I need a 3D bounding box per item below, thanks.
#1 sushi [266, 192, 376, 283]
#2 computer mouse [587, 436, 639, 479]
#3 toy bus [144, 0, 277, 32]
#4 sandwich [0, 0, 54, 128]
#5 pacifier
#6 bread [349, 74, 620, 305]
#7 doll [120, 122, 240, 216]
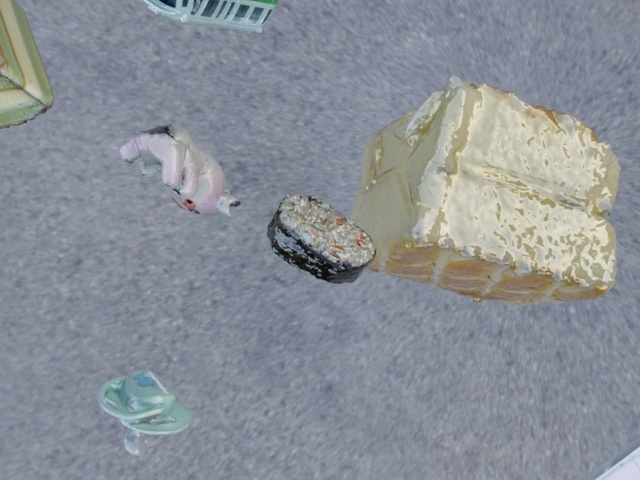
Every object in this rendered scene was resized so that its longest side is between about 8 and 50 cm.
[{"bbox_3d":[0.000,0.000,1.215,0.150,0.090,0.078,33,135,-2],"label":"sushi"},{"bbox_3d":[0.500,0.375,1.370,0.102,0.044,0.199,55,131,25],"label":"computer mouse"},{"bbox_3d":[-0.185,-0.446,1.477,0.133,0.276,0.165,37,116,26],"label":"toy bus"},{"bbox_3d":[-0.310,-0.202,0.873,0.113,0.079,0.163,-6,62,28],"label":"sandwich"},{"bbox_3d":[-0.254,0.249,1.220,0.150,0.126,0.117,32,112,41],"label":"pacifier"},{"bbox_3d":[0.260,-0.054,1.463,0.371,0.390,0.279,16,78,-13],"label":"bread"},{"bbox_3d":[-0.214,-0.108,1.350,0.149,0.192,0.095,26,77,35],"label":"doll"}]
